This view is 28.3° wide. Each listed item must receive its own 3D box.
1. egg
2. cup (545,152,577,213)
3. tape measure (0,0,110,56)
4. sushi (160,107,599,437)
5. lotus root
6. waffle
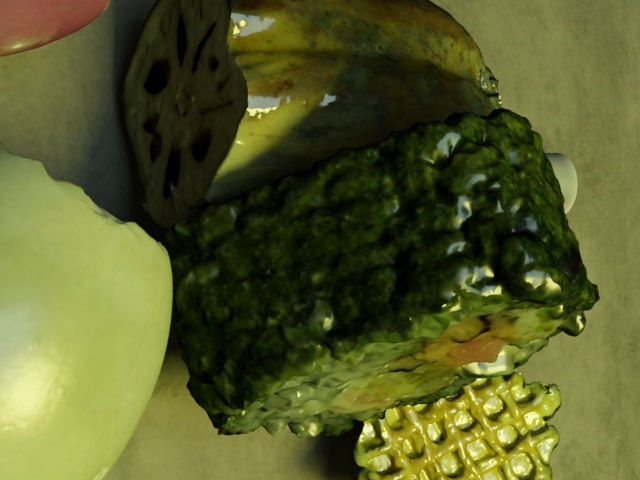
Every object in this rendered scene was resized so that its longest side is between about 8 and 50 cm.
[{"bbox_3d":[-0.271,0.094,0.955,0.278,0.278,0.336,36,73,-28],"label":"egg"},{"bbox_3d":[0.222,-0.049,1.428,0.116,0.074,0.104,-1,117,-31],"label":"cup"},{"bbox_3d":[-0.264,-0.271,1.003,0.149,0.231,0.245,-26,107,-32],"label":"tape measure"},{"bbox_3d":[0.055,0.046,1.084,0.294,0.352,0.178,31,40,-61],"label":"sushi"},{"bbox_3d":[0.010,-0.122,1.176,0.346,0.250,0.250,1,88,-30],"label":"lotus root"},{"bbox_3d":[0.134,0.216,1.252,0.223,0.054,0.204,21,77,-18],"label":"waffle"}]
